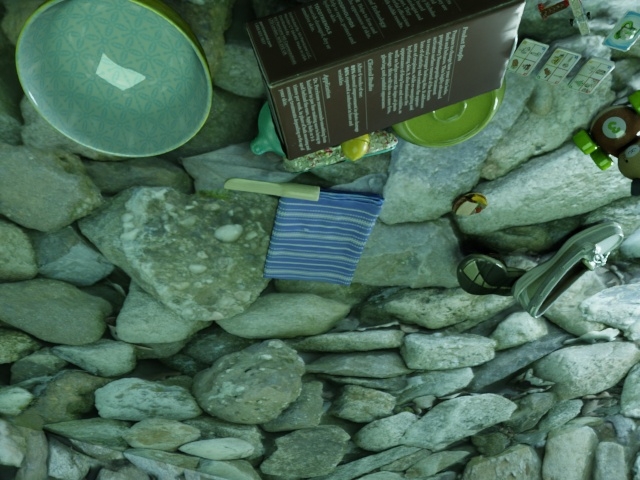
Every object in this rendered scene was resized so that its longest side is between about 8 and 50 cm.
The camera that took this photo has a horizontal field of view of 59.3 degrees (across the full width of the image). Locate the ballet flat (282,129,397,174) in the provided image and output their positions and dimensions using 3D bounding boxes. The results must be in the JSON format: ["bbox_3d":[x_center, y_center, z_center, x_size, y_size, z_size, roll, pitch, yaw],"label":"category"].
[{"bbox_3d":[0.034,-0.195,1.133,0.240,0.091,0.077,-14,117,3],"label":"ballet flat"}]

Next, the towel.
[{"bbox_3d":[0.000,0.000,1.379,0.243,0.040,0.336,5,138,-12],"label":"towel"}]

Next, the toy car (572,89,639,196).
[{"bbox_3d":[0.641,-0.178,1.143,0.149,0.188,0.155,27,129,-33],"label":"toy car"}]

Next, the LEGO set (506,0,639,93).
[{"bbox_3d":[0.464,-0.380,0.990,0.182,0.060,0.244,14,150,-5],"label":"LEGO set"}]

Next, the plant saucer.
[{"bbox_3d":[0.248,-0.269,1.106,0.240,0.037,0.241,-3,139,-3],"label":"plant saucer"}]

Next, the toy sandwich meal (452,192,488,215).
[{"bbox_3d":[0.358,-0.081,1.338,0.085,0.029,0.086,-4,139,-3],"label":"toy sandwich meal"}]

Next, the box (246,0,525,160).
[{"bbox_3d":[0.096,-0.283,0.865,0.381,0.143,0.191,-18,154,-3],"label":"box"}]

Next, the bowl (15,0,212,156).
[{"bbox_3d":[-0.317,-0.295,0.913,0.289,0.156,0.289,-3,139,-3],"label":"bowl"}]

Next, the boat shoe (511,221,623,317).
[{"bbox_3d":[0.656,0.076,1.468,0.320,0.103,0.118,-37,138,9],"label":"boat shoe"}]

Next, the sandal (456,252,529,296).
[{"bbox_3d":[0.456,0.086,1.509,0.302,0.086,0.120,15,131,-44],"label":"sandal"}]

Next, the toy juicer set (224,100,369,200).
[{"bbox_3d":[-0.020,-0.200,1.074,0.209,0.089,0.329,25,116,-18],"label":"toy juicer set"}]
